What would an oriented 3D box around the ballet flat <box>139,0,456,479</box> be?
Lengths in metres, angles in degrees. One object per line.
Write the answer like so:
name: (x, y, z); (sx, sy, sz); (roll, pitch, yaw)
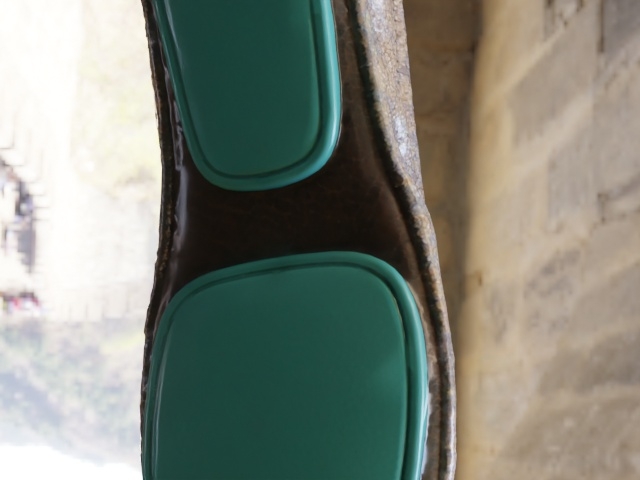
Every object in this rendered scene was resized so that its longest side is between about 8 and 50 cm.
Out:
ballet flat: (0.000, 0.000, 0.435); (0.107, 0.316, 0.106); (-2, 178, 20)
